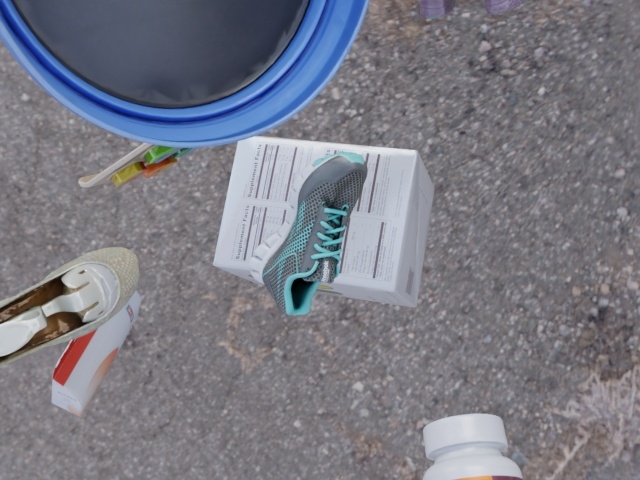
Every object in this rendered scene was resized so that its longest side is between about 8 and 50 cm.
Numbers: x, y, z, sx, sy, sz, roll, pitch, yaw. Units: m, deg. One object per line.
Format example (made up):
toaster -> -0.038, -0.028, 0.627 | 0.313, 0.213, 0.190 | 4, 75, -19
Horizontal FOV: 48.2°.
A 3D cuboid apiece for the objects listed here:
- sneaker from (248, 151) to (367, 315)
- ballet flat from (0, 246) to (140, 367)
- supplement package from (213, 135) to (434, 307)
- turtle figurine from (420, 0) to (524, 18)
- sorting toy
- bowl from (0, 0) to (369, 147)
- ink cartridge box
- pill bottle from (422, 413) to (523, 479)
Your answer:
sneaker -> 0.000, 0.000, 0.614 | 0.166, 0.064, 0.076 | -59, 44, 35
ballet flat -> -0.195, 0.055, 0.522 | 0.052, 0.168, 0.057 | -7, 111, 53
supplement package -> 0.015, -0.024, 1.062 | 0.262, 0.199, 0.198 | 7, 81, 17
turtle figurine -> 0.127, -0.335, 0.679 | 0.175, 0.118, 0.234 | 25, 139, 47
sorting toy -> -0.276, -0.141, 1.211 | 0.208, 0.193, 0.038 | -24, 95, 22
bowl -> -0.123, -0.282, 0.645 | 0.077, 0.391, 0.391 | 24, 123, 53
ink cartridge box -> -0.246, 0.109, 0.807 | 0.045, 0.145, 0.179 | 29, 149, -9
pill bottle -> 0.185, 0.326, 0.842 | 0.121, 0.121, 0.221 | -26, 54, 33
